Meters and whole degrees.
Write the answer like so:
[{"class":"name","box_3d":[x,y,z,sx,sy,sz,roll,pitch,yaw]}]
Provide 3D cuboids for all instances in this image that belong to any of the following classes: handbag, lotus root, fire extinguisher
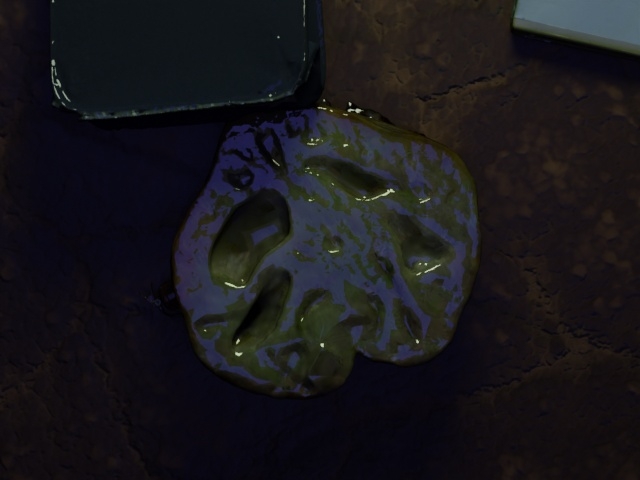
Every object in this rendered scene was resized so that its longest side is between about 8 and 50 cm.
[{"class":"handbag","box_3d":[-0.153,-0.297,1.714,0.303,0.122,0.329,-4,82,9]},{"class":"lotus root","box_3d":[0.000,0.000,1.788,0.390,0.111,0.375,-28,91,-2]},{"class":"fire extinguisher","box_3d":[-0.157,0.054,1.853,0.132,0.039,0.056,-29,90,5]}]

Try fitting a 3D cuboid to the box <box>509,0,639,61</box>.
[{"class":"box","box_3d":[0.377,-0.320,1.780,0.270,0.045,0.211,10,100,-1]}]
